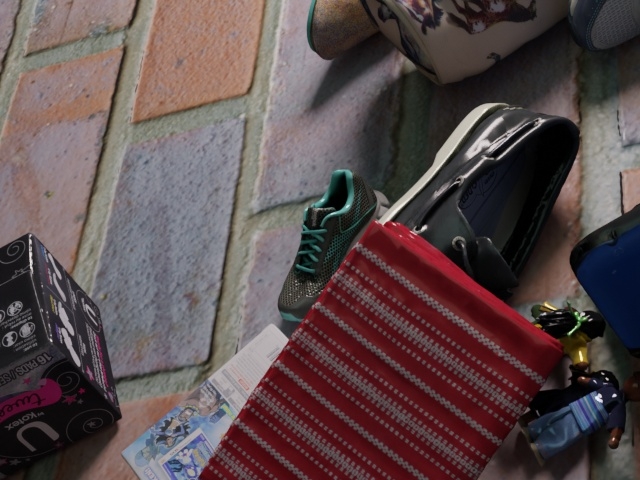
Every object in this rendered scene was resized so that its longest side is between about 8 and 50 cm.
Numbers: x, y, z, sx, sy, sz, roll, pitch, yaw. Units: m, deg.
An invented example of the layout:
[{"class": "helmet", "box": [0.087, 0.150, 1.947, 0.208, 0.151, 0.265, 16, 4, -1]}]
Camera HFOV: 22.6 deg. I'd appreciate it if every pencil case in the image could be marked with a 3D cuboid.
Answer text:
[{"class": "pencil case", "box": [0.222, -0.317, 1.607, 0.410, 0.183, 0.160, -34, 35, 1]}]

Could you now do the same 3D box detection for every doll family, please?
[{"class": "doll family", "box": [0.206, 0.111, 1.330, 0.111, 0.076, 0.193, -25, 49, 3]}]

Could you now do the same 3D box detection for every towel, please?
[{"class": "towel", "box": [0.049, 0.141, 1.319, 0.199, 0.031, 0.275, 36, 92, 20]}]

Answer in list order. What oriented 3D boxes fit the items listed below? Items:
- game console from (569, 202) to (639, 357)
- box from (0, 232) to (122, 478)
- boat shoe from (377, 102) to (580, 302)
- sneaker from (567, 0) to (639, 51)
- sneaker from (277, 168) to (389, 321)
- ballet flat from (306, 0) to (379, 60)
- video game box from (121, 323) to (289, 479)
[{"class": "game console", "box": [0.329, -0.056, 1.275, 0.293, 0.250, 0.173, -32, 53, 9]}, {"class": "box", "box": [-0.341, 0.139, 1.573, 0.247, 0.142, 0.163, -28, 45, 8]}, {"class": "boat shoe", "box": [0.132, 0.010, 1.419, 0.113, 0.127, 0.340, 1, 43, 46]}, {"class": "sneaker", "box": [0.368, -0.265, 1.534, 0.283, 0.110, 0.122, -35, 49, 1]}, {"class": "sneaker", "box": [0.000, 0.000, 1.539, 0.065, 0.076, 0.166, 10, 59, 37]}, {"class": "ballet flat", "box": [0.089, -0.322, 1.752, 0.106, 0.107, 0.316, 11, 60, 28]}, {"class": "video game box", "box": [-0.055, 0.196, 1.423, 0.187, 0.048, 0.205, -39, 44, -8]}]
